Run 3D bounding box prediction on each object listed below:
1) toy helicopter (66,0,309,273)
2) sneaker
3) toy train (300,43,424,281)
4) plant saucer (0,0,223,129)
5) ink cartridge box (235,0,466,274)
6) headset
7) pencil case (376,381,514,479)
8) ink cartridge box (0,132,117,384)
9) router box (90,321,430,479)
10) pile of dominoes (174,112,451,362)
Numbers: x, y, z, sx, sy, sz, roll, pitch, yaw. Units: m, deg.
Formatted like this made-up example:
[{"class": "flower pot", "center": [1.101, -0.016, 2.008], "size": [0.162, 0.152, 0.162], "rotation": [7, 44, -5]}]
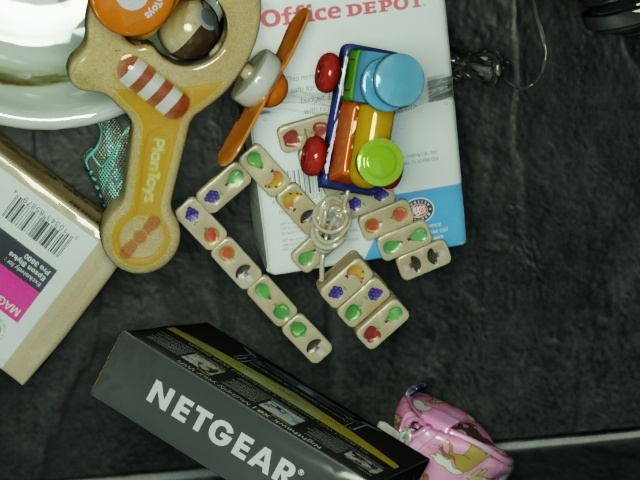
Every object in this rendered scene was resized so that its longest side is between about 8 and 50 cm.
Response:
[{"class": "toy helicopter", "center": [-0.141, -0.134, 1.690], "size": [0.235, 0.140, 0.355], "rotation": [7, 108, -17]}, {"class": "sneaker", "center": [-0.226, -0.074, 1.847], "size": [0.076, 0.065, 0.166], "rotation": [12, 99, 3]}, {"class": "toy train", "center": [0.044, -0.072, 1.695], "size": [0.105, 0.143, 0.248], "rotation": [9, 92, -14]}, {"class": "plant saucer", "center": [-0.285, -0.318, 1.735], "size": [0.400, 0.100, 0.400], "rotation": [-2, 105, -6]}, {"class": "ink cartridge box", "center": [0.026, -0.139, 1.835], "size": [0.223, 0.129, 0.307], "rotation": [-9, 106, -7]}, {"class": "headset", "center": [0.290, -0.322, 1.863], "size": [0.243, 0.185, 0.394], "rotation": [44, 77, -22]}, {"class": "pencil case", "center": [0.056, 0.358, 1.955], "size": [0.167, 0.160, 0.386], "rotation": [35, 96, -8]}, {"class": "ink cartridge box", "center": [-0.344, 0.007, 1.791], "size": [0.234, 0.088, 0.193], "rotation": [37, 98, -5]}, {"class": "router box", "center": [-0.057, 0.198, 1.783], "size": [0.309, 0.243, 0.081], "rotation": [30, 98, 16]}, {"class": "pile of dominoes", "center": [0.000, 0.000, 1.779], "size": [0.196, 0.040, 0.251], "rotation": [-41, 109, 3]}]
